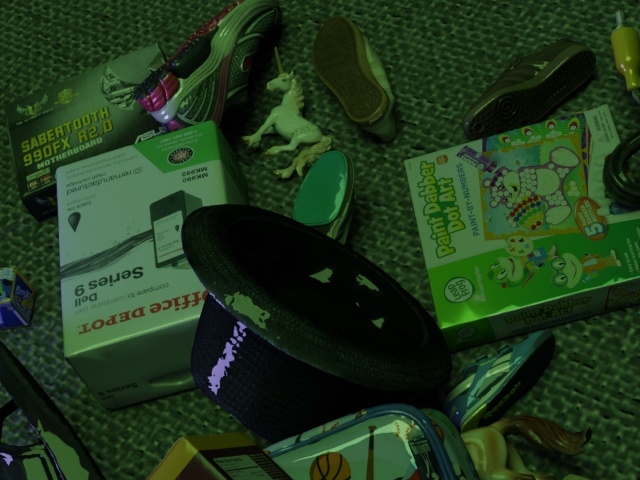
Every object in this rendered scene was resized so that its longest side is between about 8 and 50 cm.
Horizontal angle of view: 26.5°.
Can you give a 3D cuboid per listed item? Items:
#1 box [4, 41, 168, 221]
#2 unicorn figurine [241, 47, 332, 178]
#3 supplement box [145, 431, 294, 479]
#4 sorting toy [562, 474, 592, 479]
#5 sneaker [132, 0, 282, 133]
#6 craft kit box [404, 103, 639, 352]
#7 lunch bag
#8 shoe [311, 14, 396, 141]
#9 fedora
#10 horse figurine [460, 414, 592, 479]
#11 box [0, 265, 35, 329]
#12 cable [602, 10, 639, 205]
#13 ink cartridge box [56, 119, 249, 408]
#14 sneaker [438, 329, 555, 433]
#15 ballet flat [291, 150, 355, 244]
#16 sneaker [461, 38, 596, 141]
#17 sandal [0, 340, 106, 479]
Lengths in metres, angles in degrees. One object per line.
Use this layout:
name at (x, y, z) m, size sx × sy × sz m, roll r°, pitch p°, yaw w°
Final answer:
box at (-0.292, -0.146, 1.789) m, size 0.231 × 0.056 × 0.183 m, roll -22°, pitch 51°, yaw 3°
unicorn figurine at (-0.044, -0.146, 1.708) m, size 0.111 × 0.060 × 0.162 m, roll -39°, pitch 68°, yaw -12°
supplement box at (-0.083, 0.298, 1.160) m, size 0.194 × 0.129 × 0.191 m, roll 41°, pitch 99°, yaw 20°
sorting toy at (0.290, 0.368, 1.169) m, size 0.255 × 0.089 × 0.257 m, roll 15°, pitch 60°, yaw 27°
sneaker at (-0.129, -0.221, 1.751) m, size 0.121 × 0.112 × 0.299 m, roll -27°, pitch 19°, yaw 42°
craft kit box at (0.233, -0.018, 1.508) m, size 0.246 × 0.061 × 0.250 m, roll -17°, pitch 50°, yaw 10°
lunch bag at (0.024, 0.296, 1.248) m, size 0.303 × 0.115 × 0.243 m, roll -23°, pitch 74°, yaw 16°
shoe at (0.045, -0.205, 1.721) m, size 0.076 × 0.058 × 0.219 m, roll -37°, pitch 44°, yaw 16°
fedora at (-0.029, 0.099, 1.358) m, size 0.334 × 0.334 × 0.152 m, roll 46°, pitch 110°, yaw 38°
horse figurine at (0.144, 0.255, 1.323) m, size 0.263 × 0.066 × 0.174 m, roll -41°, pitch 54°, yaw -6°
box at (-0.441, 0.080, 1.668) m, size 0.168 × 0.059 × 0.054 m, roll -9°, pitch 53°, yaw 13°
cable at (0.382, -0.138, 1.530) m, size 0.139 × 0.072 × 0.287 m, roll 23°, pitch 58°, yaw -10°
ink cartridge box at (-0.185, 0.025, 1.578) m, size 0.211 × 0.121 × 0.289 m, roll -17°, pitch 50°, yaw 6°
sneaker at (0.183, 0.137, 1.408) m, size 0.144 × 0.053 × 0.059 m, roll -40°, pitch 49°, yaw -13°
ballet flat at (0.000, 0.000, 1.563) m, size 0.072 × 0.068 × 0.213 m, roll 2°, pitch 63°, yaw 26°
sneaker at (0.241, -0.179, 1.633) m, size 0.188 × 0.066 × 0.071 m, roll -31°, pitch 33°, yaw -11°
sandal at (-0.276, 0.264, 1.398) m, size 0.107 × 0.168 × 0.446 m, roll -33°, pitch 51°, yaw -12°
